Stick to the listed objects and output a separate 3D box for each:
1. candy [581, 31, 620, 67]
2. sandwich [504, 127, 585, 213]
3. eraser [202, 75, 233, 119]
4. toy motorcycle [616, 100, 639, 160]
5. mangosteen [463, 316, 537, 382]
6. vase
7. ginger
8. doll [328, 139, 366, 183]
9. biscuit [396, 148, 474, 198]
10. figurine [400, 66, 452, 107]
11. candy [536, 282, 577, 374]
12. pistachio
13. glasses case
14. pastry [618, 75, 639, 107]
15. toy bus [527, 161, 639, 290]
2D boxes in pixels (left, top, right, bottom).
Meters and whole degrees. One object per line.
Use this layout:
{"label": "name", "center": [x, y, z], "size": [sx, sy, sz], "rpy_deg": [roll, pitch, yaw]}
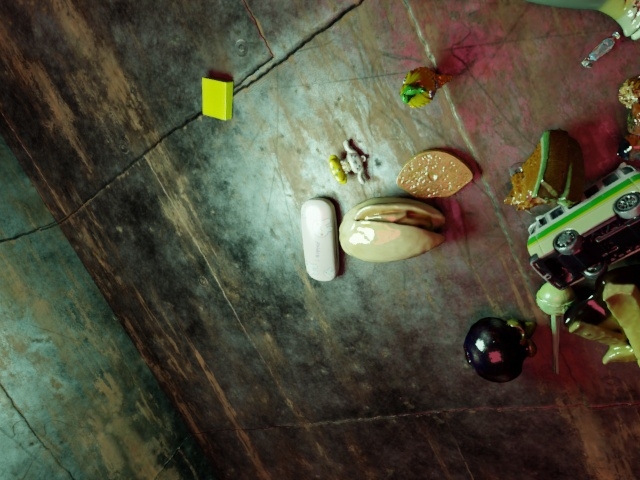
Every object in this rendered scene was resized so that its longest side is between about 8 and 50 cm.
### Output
{"label": "candy", "center": [0.632, -0.426, 0.924], "size": [0.030, 0.020, 0.083], "rpy_deg": [46, 122, 0]}
{"label": "sandwich", "center": [0.561, -0.164, 1.029], "size": [0.109, 0.160, 0.185], "rpy_deg": [15, 80, -10]}
{"label": "eraser", "center": [-0.340, -0.471, 1.361], "size": [0.097, 0.045, 0.123], "rpy_deg": [17, 120, 19]}
{"label": "toy motorcycle", "center": [0.797, -0.184, 0.862], "size": [0.400, 0.134, 0.207], "rpy_deg": [37, 135, -5]}
{"label": "mangosteen", "center": [0.543, 0.313, 1.218], "size": [0.230, 0.194, 0.194], "rpy_deg": [-21, 103, 5]}
{"label": "vase", "center": [0.540, -0.539, 0.842], "size": [0.321, 0.173, 0.173], "rpy_deg": [31, 122, 4]}
{"label": "ginger", "center": [0.826, 0.211, 0.934], "size": [0.412, 0.211, 0.359], "rpy_deg": [6, 130, 1]}
{"label": "doll", "center": [0.090, -0.225, 1.261], "size": [0.135, 0.071, 0.113], "rpy_deg": [43, 105, -4]}
{"label": "biscuit", "center": [0.322, -0.190, 1.176], "size": [0.220, 0.029, 0.142], "rpy_deg": [-6, 111, 28]}
{"label": "figurine", "center": [0.265, -0.390, 1.037], "size": [0.114, 0.156, 0.095], "rpy_deg": [-7, 109, 31]}
{"label": "candy", "center": [0.683, 0.263, 1.191], "size": [0.092, 0.092, 0.336], "rpy_deg": [38, 149, 60]}
{"label": "pistachio", "center": [0.207, -0.028, 1.220], "size": [0.317, 0.214, 0.194], "rpy_deg": [3, 71, 17]}
{"label": "glasses case", "center": [0.000, 0.000, 1.389], "size": [0.113, 0.075, 0.297], "rpy_deg": [4, 115, 22]}
{"label": "pastry", "center": [0.749, -0.332, 0.885], "size": [0.169, 0.063, 0.087], "rpy_deg": [-13, 104, 31]}
{"label": "toy bus", "center": [0.658, -0.034, 0.991], "size": [0.143, 0.179, 0.305], "rpy_deg": [35, 126, -19]}
